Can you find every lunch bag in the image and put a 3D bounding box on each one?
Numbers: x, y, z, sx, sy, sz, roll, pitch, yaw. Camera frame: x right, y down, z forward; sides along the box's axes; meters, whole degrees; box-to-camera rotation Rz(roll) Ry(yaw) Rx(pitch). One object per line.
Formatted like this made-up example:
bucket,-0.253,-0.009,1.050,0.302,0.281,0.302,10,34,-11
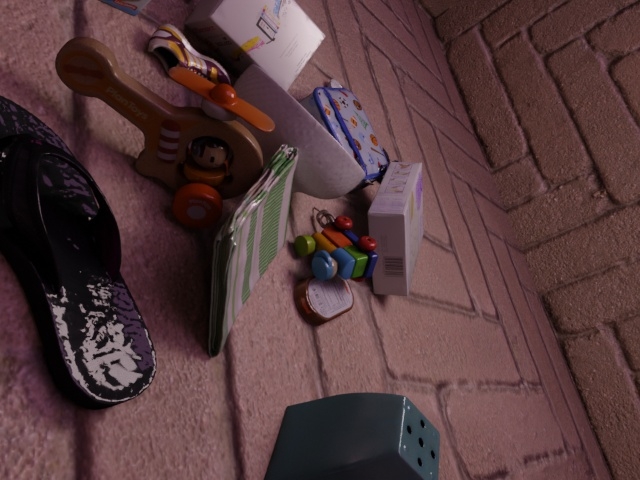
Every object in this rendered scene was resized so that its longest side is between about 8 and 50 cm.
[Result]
lunch bag,0.065,-0.277,1.504,0.243,0.115,0.303,-19,81,-58

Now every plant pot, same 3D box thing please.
plant pot,0.064,0.349,0.866,0.165,0.234,0.166,49,32,-21

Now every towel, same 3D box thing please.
towel,-0.109,0.003,0.920,0.038,0.248,0.325,16,36,6

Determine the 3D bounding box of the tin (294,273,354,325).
tin,0.013,0.121,1.173,0.189,0.040,0.106,-14,82,-59

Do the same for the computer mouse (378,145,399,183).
computer mouse,0.199,-0.261,1.743,0.262,0.060,0.184,35,40,-39

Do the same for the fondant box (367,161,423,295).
fondant box,0.210,-0.042,1.447,0.330,0.096,0.238,-62,150,-56

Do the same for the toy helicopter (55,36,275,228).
toy helicopter,-0.235,-0.192,0.851,0.355,0.235,0.140,36,34,-33

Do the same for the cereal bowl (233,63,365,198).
cereal bowl,-0.069,-0.204,1.148,0.339,0.141,0.339,43,5,-5

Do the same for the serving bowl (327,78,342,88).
serving bowl,0.049,-0.469,1.715,0.083,0.027,0.083,36,39,-37

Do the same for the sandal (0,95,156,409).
sandal,-0.321,-0.007,0.693,0.446,0.107,0.167,62,30,1

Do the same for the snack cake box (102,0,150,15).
snack cake box,-0.435,-0.539,0.971,0.264,0.089,0.152,4,64,-56

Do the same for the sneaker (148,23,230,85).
sneaker,-0.269,-0.351,1.104,0.185,0.069,0.084,35,48,-28

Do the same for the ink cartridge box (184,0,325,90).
ink cartridge box,-0.149,-0.477,1.219,0.232,0.168,0.171,38,-7,-35

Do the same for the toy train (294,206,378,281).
toy train,0.000,0.000,1.208,0.143,0.105,0.248,-10,39,-37
